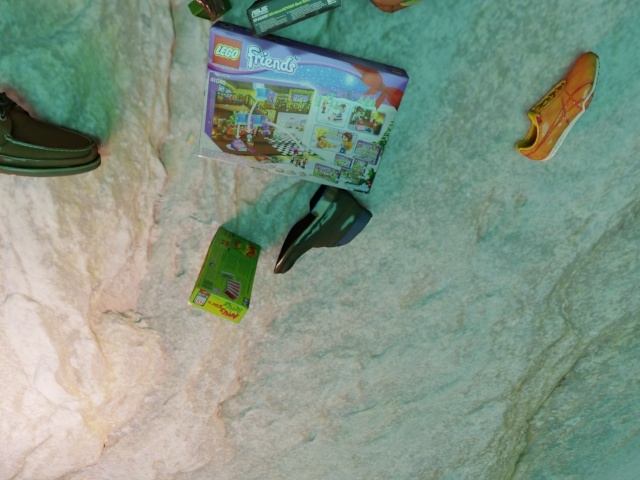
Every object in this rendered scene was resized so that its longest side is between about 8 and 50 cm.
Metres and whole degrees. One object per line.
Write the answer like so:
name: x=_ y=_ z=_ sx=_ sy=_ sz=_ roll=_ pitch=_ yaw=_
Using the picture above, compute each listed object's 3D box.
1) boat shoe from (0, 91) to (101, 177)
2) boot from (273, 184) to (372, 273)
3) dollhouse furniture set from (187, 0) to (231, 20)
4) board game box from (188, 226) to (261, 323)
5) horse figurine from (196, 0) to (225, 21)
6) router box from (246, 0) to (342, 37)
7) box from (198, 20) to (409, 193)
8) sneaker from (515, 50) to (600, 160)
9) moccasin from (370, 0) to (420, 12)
boat shoe: x=-0.505 y=-0.173 z=0.671 sx=0.308 sy=0.110 sz=0.104 roll=6 pitch=120 yaw=-20
boot: x=0.000 y=0.000 z=0.819 sx=0.106 sy=0.082 sz=0.219 roll=28 pitch=118 yaw=-15
dollhouse furniture set: x=-0.179 y=-0.382 z=0.593 sx=0.076 sy=0.058 sz=0.151 roll=-23 pitch=102 yaw=24
board game box: x=-0.168 y=0.058 z=0.799 sx=0.092 sy=0.181 sz=0.043 roll=27 pitch=121 yaw=-17
horse figurine: x=-0.140 y=-0.409 z=0.509 sx=0.175 sy=0.066 sz=0.263 roll=12 pitch=104 yaw=-14
router box: x=-0.033 y=-0.320 z=0.593 sx=0.123 sy=0.092 sz=0.038 roll=-16 pitch=123 yaw=12
box: x=-0.033 y=-0.200 z=0.696 sx=0.294 sy=0.057 sz=0.200 roll=12 pitch=124 yaw=-8
sneaker: x=0.369 y=-0.206 z=0.688 sx=0.068 sy=0.064 sz=0.175 roll=19 pitch=120 yaw=0
moccasin: x=0.212 y=-0.407 z=0.497 sx=0.380 sy=0.147 sz=0.139 roll=-25 pitch=121 yaw=17
